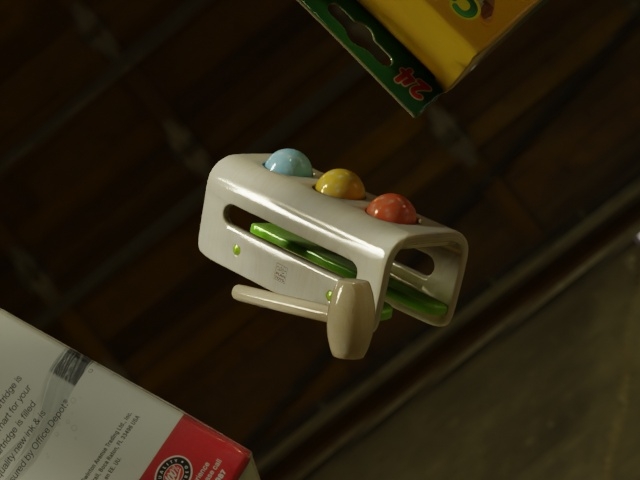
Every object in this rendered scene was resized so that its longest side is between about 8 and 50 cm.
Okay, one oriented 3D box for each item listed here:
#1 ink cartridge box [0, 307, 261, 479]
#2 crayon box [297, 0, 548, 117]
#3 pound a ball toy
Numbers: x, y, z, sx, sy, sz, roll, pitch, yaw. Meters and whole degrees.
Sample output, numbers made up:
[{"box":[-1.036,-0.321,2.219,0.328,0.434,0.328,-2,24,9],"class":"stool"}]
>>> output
[{"box":[-0.211,0.191,1.373,0.197,0.273,0.114,-56,-16,-19],"class":"ink cartridge box"},{"box":[0.130,-0.284,1.790,0.318,0.202,0.081,-44,-3,-35],"class":"crayon box"},{"box":[0.000,0.000,1.853,0.208,0.319,0.136,-3,-69,-45],"class":"pound a ball toy"}]
